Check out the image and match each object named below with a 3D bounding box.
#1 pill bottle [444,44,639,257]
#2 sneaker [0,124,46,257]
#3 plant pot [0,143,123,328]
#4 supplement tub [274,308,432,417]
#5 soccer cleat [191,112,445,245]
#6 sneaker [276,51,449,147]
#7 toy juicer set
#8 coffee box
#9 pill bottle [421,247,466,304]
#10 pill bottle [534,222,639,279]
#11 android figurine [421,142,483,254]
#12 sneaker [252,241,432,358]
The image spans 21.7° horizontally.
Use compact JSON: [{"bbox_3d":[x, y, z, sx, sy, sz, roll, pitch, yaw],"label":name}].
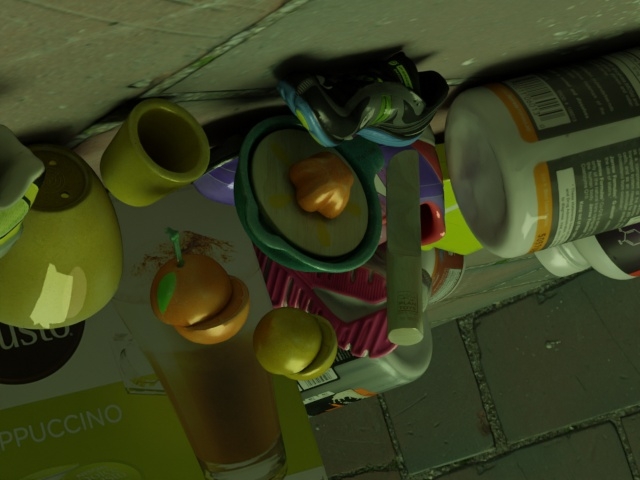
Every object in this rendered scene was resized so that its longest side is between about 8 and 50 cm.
[{"bbox_3d":[0.268,-0.091,1.534,0.278,0.162,0.162,-15,171,-16],"label":"pill bottle"},{"bbox_3d":[-0.286,-0.044,0.934,0.147,0.145,0.384,-49,166,3],"label":"sneaker"},{"bbox_3d":[-0.208,-0.016,1.239,0.134,0.134,0.095,-14,145,-25],"label":"plant pot"},{"bbox_3d":[-0.007,0.162,2.510,0.316,0.194,0.193,-22,171,31],"label":"supplement tub"},{"bbox_3d":[0.012,-0.046,1.457,0.108,0.116,0.318,-23,170,34],"label":"soccer cleat"},{"bbox_3d":[0.034,-0.115,1.289,0.078,0.067,0.188,-47,156,28],"label":"sneaker"},{"bbox_3d":[0.000,0.000,1.272,0.329,0.209,0.089,2,152,-41],"label":"toy juicer set"},{"bbox_3d":[-0.250,0.164,1.537,0.337,0.334,0.338,-11,167,-33],"label":"coffee box"},{"bbox_3d":[0.113,0.022,2.095,0.121,0.121,0.216,-20,172,18],"label":"pill bottle"},{"bbox_3d":[0.391,-0.067,1.872,0.323,0.182,0.181,-23,170,32],"label":"pill bottle"},{"bbox_3d":[0.154,-0.047,1.769,0.272,0.056,0.248,15,151,-39],"label":"android figurine"},{"bbox_3d":[-0.001,0.024,1.579,0.111,0.252,0.103,-15,133,-56],"label":"sneaker"}]
